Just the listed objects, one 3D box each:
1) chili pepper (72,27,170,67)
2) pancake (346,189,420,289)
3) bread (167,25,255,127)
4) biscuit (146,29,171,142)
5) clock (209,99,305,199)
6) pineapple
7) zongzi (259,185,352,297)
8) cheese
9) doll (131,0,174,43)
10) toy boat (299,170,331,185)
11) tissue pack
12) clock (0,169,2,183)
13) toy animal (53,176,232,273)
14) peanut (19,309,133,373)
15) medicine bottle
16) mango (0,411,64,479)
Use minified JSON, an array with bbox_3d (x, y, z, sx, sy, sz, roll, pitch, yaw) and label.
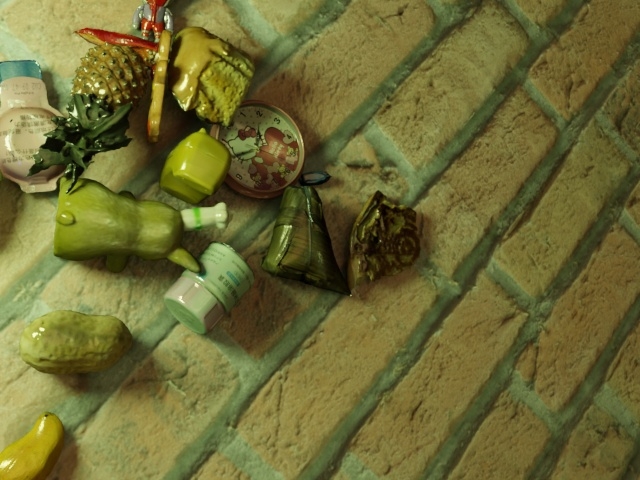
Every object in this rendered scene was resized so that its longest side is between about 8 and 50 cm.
[{"bbox_3d":[-0.421,-0.433,1.858,0.268,0.059,0.050,14,35,-20],"label":"chili pepper"},{"bbox_3d":[0.141,-0.012,2.034,0.258,0.056,0.212,-22,96,-36],"label":"pancake"},{"bbox_3d":[-0.234,-0.390,1.843,0.174,0.133,0.251,27,48,-36],"label":"bread"},{"bbox_3d":[-0.357,-0.339,1.802,0.036,0.165,0.249,7,84,-13],"label":"biscuit"},{"bbox_3d":[-0.146,-0.214,1.936,0.245,0.056,0.244,5,78,-25],"label":"clock"},{"bbox_3d":[-0.461,-0.247,1.681,0.166,0.165,0.364,27,47,-19],"label":"pineapple"},{"bbox_3d":[0.000,0.000,1.925,0.242,0.112,0.220,19,80,-25],"label":"zongzi"},{"bbox_3d":[-0.604,-0.238,1.706,0.189,0.074,0.285,-11,84,-28],"label":"cheese"},{"bbox_3d":[-0.375,-0.564,1.890,0.102,0.075,0.227,5,86,-15],"label":"doll"},{"bbox_3d":[-0.013,-0.151,2.001,0.083,0.038,0.038,-7,81,-10],"label":"toy boat"},{"bbox_3d":[-0.269,-0.161,1.794,0.123,0.178,0.127,30,70,-19],"label":"tissue pack"},{"bbox_3d":[-0.725,-0.059,1.600,0.170,0.069,0.231,13,81,-15],"label":"clock"},{"bbox_3d":[-0.382,-0.020,1.720,0.363,0.180,0.181,12,81,-30],"label":"toy animal"},{"bbox_3d":[-0.486,0.202,1.642,0.224,0.129,0.129,9,75,-34],"label":"peanut"},{"bbox_3d":[-0.240,0.103,1.777,0.135,0.135,0.168,46,64,-10],"label":"medicine bottle"},{"bbox_3d":[-0.562,0.422,1.583,0.098,0.075,0.190,48,56,-16],"label":"mango"}]
